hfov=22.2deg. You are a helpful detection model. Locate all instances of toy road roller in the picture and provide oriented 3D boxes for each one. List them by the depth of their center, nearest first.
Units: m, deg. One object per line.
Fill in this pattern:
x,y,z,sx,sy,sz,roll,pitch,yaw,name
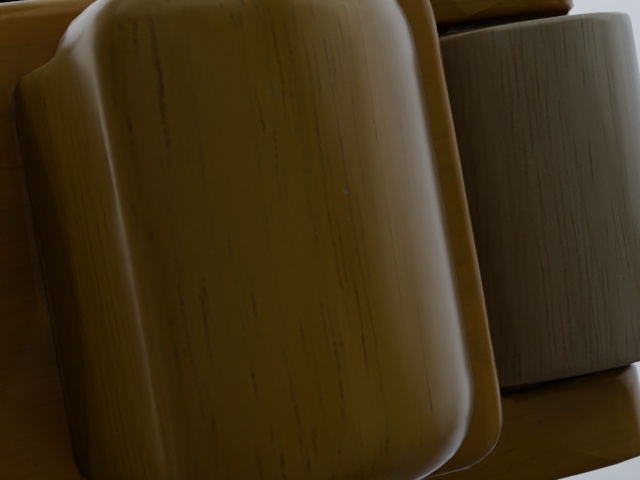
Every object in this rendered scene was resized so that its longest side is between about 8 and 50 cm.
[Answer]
0.000,0.000,0.523,0.329,0.202,0.240,-10,1,-24,toy road roller
